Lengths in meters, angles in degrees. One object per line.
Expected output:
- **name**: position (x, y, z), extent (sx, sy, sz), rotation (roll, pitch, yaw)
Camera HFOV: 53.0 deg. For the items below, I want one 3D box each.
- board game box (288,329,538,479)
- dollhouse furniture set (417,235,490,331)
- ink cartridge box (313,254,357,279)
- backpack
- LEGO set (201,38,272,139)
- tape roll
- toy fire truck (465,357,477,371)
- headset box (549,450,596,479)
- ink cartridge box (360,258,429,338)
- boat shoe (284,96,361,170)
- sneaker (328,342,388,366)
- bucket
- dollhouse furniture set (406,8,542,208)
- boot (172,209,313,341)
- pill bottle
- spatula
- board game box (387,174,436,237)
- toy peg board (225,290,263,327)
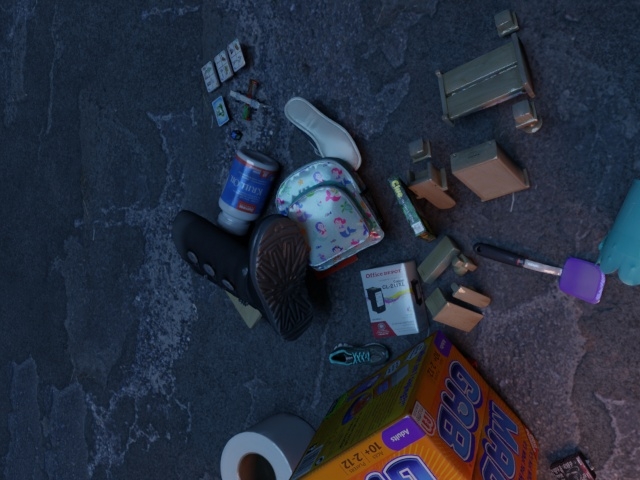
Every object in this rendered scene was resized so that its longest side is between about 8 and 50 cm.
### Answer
- **board game box**: position (0.211, 0.490, 1.394), extent (0.356, 0.356, 0.356), rotation (-41, 91, 27)
- **dollhouse furniture set**: position (0.326, 0.103, 1.529), extent (0.144, 0.123, 0.151), rotation (-53, 34, 23)
- **ink cartridge box**: position (0.000, 0.000, 1.704), extent (0.145, 0.045, 0.179), rotation (-29, 77, 30)
- **backpack**: position (0.015, -0.072, 1.566), extent (0.225, 0.191, 0.254), rotation (-27, 92, 16)
- **LEGO set**: position (-0.238, -0.416, 1.818), extent (0.182, 0.060, 0.244), rotation (-24, 81, 43)
- **tape roll**: position (-0.129, 0.619, 1.768), extent (0.246, 0.169, 0.246), rotation (3, 97, 30)
- **toy fire truck**: position (0.304, 0.373, 1.556), extent (0.135, 0.047, 0.192), rotation (9, 102, 26)
- **headset box**: position (0.564, 0.512, 1.423), extent (0.083, 0.032, 0.062), rotation (-38, 76, 27)
- **ink cartridge box**: position (0.183, 0.144, 1.591), extent (0.127, 0.072, 0.175), rotation (-13, 88, 32)
- **boat shoe**: position (0.011, -0.266, 1.648), extent (0.254, 0.079, 0.095), rotation (40, 97, 12)
- **sneaker**: position (0.095, 0.302, 1.657), extent (0.166, 0.076, 0.065), rotation (-9, 91, 31)
- **bucket**: position (0.672, 0.003, 1.178), extent (0.281, 0.281, 0.183), rotation (21, 104, 28)
- **dollhouse furniture set**: position (0.350, -0.284, 1.464), extent (0.303, 0.173, 0.356), rotation (-18, 61, 32)
- **boot**: position (-0.221, 0.017, 1.635), extent (0.445, 0.146, 0.367), rotation (34, 141, 40)
- **pill bottle**: position (-0.207, -0.130, 1.768), extent (0.124, 0.124, 0.222), rotation (31, 110, 25)
- **spatula**: position (0.479, 0.055, 1.430), extent (0.296, 0.030, 0.084), rotation (19, 103, 28)
- **board game box**: position (0.211, -0.065, 1.449), extent (0.030, 0.259, 0.136), rotation (-26, 81, 12)
- **toy peg board**: position (-0.169, 0.136, 1.811), extent (0.161, 0.079, 0.161), rotation (-55, 53, 21)
